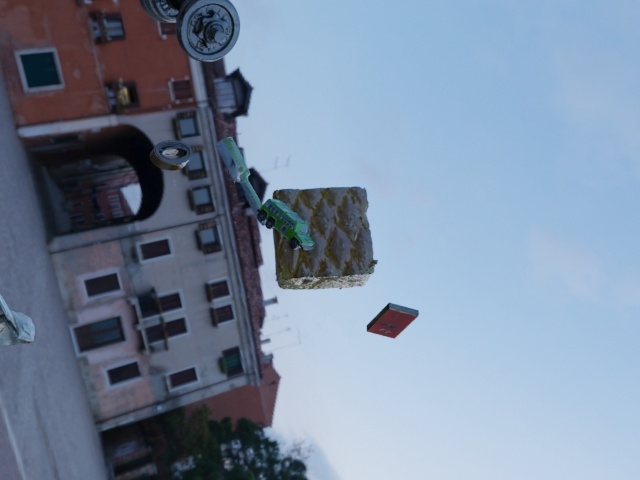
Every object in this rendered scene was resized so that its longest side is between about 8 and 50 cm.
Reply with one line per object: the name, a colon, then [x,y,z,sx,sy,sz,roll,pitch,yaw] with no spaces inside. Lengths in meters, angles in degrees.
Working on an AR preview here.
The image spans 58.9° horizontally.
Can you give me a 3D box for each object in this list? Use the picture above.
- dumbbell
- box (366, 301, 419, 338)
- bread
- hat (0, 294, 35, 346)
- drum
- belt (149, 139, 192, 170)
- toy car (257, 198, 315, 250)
dumbbell: [-0.362,-0.628,1.539,0.406,0.179,0.179,47,-35,37]
box: [0.194,0.218,1.531,0.133,0.090,0.023,125,-23,-45]
bread: [0.000,0.000,1.654,0.207,0.279,0.279,112,-28,-74]
hat: [-1.004,0.231,1.787,0.219,0.164,0.226,-9,-91,24]
drum: [-0.209,-0.162,1.514,0.130,0.049,0.253,56,-9,49]
belt: [-0.308,-0.174,1.171,0.036,0.083,0.059,-34,-107,49]
toy car: [-0.079,-0.038,1.381,0.165,0.071,0.062,41,-73,25]
